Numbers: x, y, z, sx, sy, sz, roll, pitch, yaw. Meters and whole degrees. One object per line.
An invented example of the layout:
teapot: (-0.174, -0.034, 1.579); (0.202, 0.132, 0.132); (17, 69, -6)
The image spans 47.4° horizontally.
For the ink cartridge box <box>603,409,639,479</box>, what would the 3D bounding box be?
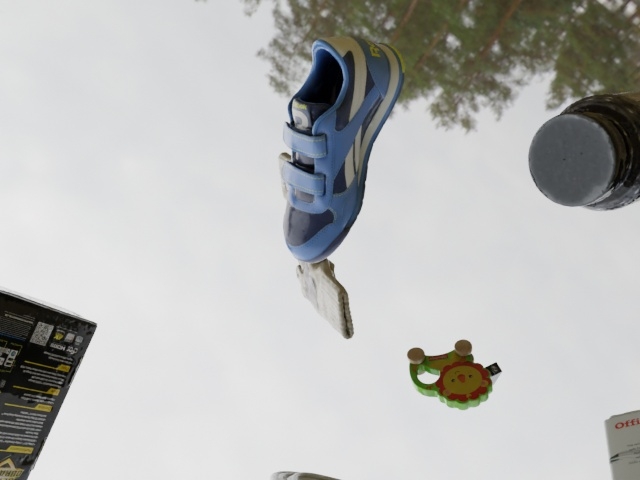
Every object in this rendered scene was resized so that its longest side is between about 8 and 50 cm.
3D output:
ink cartridge box: (0.497, 0.336, 1.030); (0.087, 0.153, 0.208); (57, -151, -22)

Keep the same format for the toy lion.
toy lion: (0.164, 0.174, 0.922); (0.100, 0.034, 0.096); (-10, -142, 7)

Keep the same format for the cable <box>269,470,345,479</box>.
cable: (0.043, 0.386, 0.991); (0.257, 0.257, 0.089); (15, -99, -5)

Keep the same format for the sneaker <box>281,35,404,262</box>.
sneaker: (0.000, -0.057, 0.446); (0.059, 0.144, 0.053); (8, -168, -46)

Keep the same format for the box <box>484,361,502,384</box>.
box: (0.238, 0.225, 1.139); (0.083, 0.067, 0.018); (-22, -117, -13)

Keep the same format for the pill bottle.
pill bottle: (0.320, -0.098, 0.786); (0.219, 0.123, 0.123); (-15, -119, -43)

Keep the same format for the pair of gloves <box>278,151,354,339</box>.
pair of gloves: (0.000, 0.000, 1.004); (0.042, 0.240, 0.204); (-12, -167, -16)

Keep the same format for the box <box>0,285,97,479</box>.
box: (-0.438, 0.170, 0.855); (0.079, 0.257, 0.322); (19, 170, 29)
